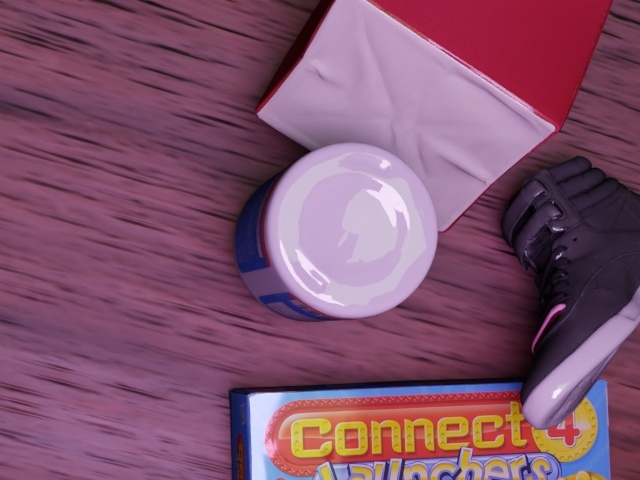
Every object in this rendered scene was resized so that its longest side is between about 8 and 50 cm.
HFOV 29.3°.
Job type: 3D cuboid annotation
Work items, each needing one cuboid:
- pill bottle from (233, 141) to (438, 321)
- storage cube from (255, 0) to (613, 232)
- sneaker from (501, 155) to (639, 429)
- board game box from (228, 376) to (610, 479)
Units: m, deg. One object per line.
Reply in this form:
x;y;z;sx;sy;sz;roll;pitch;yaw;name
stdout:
0.000;0.000;0.935;0.124;0.221;0.124;1;86;-13;pill bottle
0.095;-0.156;0.958;0.215;0.183;0.193;33;56;-8;storage cube
0.192;0.033;0.993;0.147;0.104;0.296;37;43;12;sneaker
0.085;0.267;1.003;0.308;0.086;0.301;-1;86;-13;board game box
